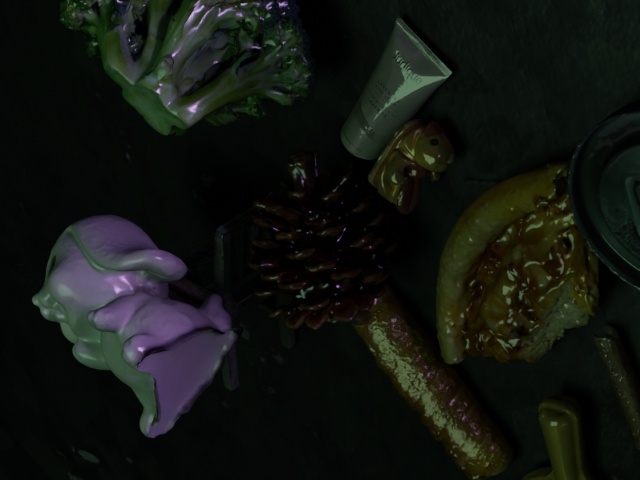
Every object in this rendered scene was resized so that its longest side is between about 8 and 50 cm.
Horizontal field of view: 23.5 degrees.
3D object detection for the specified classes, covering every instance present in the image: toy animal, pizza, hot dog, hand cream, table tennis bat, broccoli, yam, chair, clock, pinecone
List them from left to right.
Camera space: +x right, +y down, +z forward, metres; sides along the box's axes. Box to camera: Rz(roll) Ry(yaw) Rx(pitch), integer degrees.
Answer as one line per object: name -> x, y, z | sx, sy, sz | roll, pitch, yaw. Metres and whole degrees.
toy animal -> -0.232, 0.084, 1.948 | 0.289, 0.174, 0.249 | 52, 154, 8
broccoli -> -0.147, -0.224, 1.769 | 0.294, 0.245, 0.265 | 23, 139, 18
chair -> -0.129, 0.045, 2.052 | 0.147, 0.136, 0.270 | 27, 136, 34
pinecone -> 0.001, -0.001, 1.834 | 0.185, 0.168, 0.212 | -9, 86, 46
hand cream -> 0.076, -0.157, 1.725 | 0.087, 0.054, 0.186 | 48, 137, 14
hot dog -> 0.130, 0.176, 1.908 | 0.289, 0.068, 0.083 | 52, 138, 8
pizza -> 0.213, 0.042, 1.692 | 0.182, 0.074, 0.365 | 56, 147, 16
table tennis bat -> 0.304, 0.316, 1.827 | 0.198, 0.050, 0.321 | 16, 132, 41
yam -> 0.333, 0.161, 1.680 | 0.032, 0.032, 0.145 | -2, 116, 51
clock -> 0.342, -0.037, 1.478 | 0.215, 0.042, 0.215 | 24, 135, 26

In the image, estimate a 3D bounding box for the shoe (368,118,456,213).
shoe -> 0.106, -0.083, 1.728 | 0.109, 0.072, 0.069 | -41, 68, 16
